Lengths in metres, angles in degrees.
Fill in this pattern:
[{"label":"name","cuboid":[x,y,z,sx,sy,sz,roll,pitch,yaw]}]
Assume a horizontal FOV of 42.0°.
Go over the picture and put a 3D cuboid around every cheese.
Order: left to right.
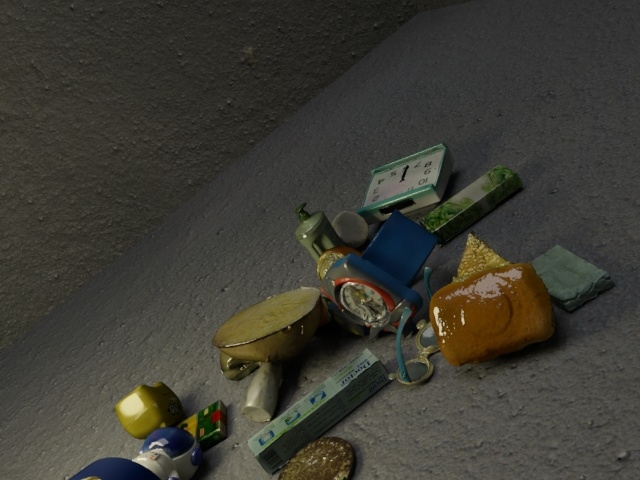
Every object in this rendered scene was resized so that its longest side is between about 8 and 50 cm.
[{"label":"cheese","cuboid":[-0.180,0.283,2.197,0.202,0.091,0.175,-39,23,-7]}]

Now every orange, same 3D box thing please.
[{"label":"orange","cuboid":[0.064,0.090,2.188,0.157,0.134,0.156,10,33,-6]}]

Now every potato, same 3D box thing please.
[{"label":"potato","cuboid":[-0.110,0.221,2.040,0.299,0.116,0.239,-19,23,19]}]

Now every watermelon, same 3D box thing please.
[{"label":"watermelon","cuboid":[0.005,0.177,2.142,0.087,0.069,0.163,-31,1,-32]}]

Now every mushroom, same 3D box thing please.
[{"label":"mushroom","cuboid":[-0.131,0.340,2.026,0.081,0.092,0.223,13,37,1]},{"label":"mushroom","cuboid":[0.069,-0.024,2.470,0.093,0.116,0.225,-25,0,-18]}]

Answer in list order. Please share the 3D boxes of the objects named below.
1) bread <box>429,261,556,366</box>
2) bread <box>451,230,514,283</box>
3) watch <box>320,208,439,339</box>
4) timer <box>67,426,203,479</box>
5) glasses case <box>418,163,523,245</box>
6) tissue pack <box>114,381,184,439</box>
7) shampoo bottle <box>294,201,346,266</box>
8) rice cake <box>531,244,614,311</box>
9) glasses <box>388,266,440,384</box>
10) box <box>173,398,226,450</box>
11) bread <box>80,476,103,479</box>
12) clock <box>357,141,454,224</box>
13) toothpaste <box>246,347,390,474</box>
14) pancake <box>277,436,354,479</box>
[{"label":"bread","cuboid":[0.344,0.149,1.661,0.246,0.121,0.174,-20,67,23]},{"label":"bread","cuboid":[0.377,0.063,1.813,0.169,0.140,0.160,-15,40,30]},{"label":"watch","cuboid":[0.154,0.089,2.005,0.274,0.241,0.305,-53,-4,-33]},{"label":"timer","cuboid":[-0.387,0.537,1.817,0.270,0.270,0.383,-23,11,25]},{"label":"glasses case","cuboid":[0.398,-0.093,2.200,0.272,0.062,0.095,-35,29,-1]},{"label":"tissue pack","cuboid":[-0.430,0.440,2.129,0.123,0.127,0.178,-39,-13,6]},{"label":"shampoo bottle","cuboid":[0.000,0.000,2.326,0.087,0.234,0.118,-12,31,43]},{"label":"rice cake","cuboid":[0.507,0.073,1.747,0.124,0.038,0.211,-33,22,2]},{"label":"glasses","cuboid":[0.221,0.183,1.738,0.088,0.220,0.189,21,50,18]},{"label":"box","cuboid":[-0.336,0.494,2.055,0.235,0.034,0.132,-32,22,7]},{"label":"bread","cuboid":[-0.369,0.615,1.479,0.183,0.236,0.388,-33,64,-14]},{"label":"clock","cuboid":[0.261,-0.150,2.453,0.262,0.116,0.231,-20,31,33]},{"label":"toothpaste","cuboid":[-0.002,0.369,1.813,0.337,0.067,0.081,-36,22,-7]},{"label":"pancake","cuboid":[-0.012,0.471,1.681,0.199,0.021,0.199,-28,23,13]}]
